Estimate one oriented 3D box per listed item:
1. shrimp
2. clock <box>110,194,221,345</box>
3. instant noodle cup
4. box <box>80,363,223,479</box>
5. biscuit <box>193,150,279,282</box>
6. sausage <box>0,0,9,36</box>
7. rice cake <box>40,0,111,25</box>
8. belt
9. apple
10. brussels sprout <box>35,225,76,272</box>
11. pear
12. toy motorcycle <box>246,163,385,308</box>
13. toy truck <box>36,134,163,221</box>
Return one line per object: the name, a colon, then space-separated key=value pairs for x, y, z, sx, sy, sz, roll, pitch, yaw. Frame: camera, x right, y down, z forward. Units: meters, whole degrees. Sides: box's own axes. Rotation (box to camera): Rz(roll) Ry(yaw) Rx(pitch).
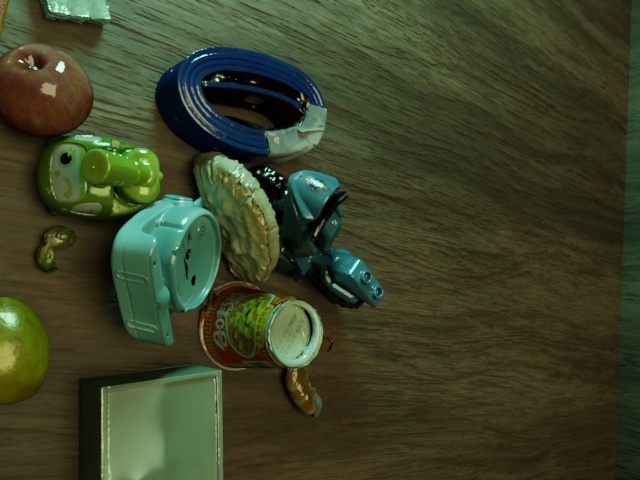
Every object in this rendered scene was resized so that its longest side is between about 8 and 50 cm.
shrimp: x=-0.013 y=0.307 z=1.344 sx=0.166 sy=0.049 sz=0.161 roll=-40 pitch=111 yaw=-41
clock: x=-0.258 y=0.031 z=1.056 sx=0.274 sy=0.094 sz=0.223 roll=-59 pitch=155 yaw=-52
instant noodle cup: x=-0.111 y=0.174 z=1.158 sx=0.193 sy=0.212 sz=0.192 roll=3 pitch=85 yaw=-39
box: x=-0.302 y=0.352 z=1.057 sx=0.225 sy=0.118 sz=0.224 roll=1 pitch=86 yaw=-39
biscuit: x=-0.157 y=-0.045 z=1.152 sx=0.084 sy=0.179 sz=0.281 roll=-31 pitch=107 yaw=-36
sausage: x=-0.540 y=-0.346 z=0.941 sx=0.053 sy=0.053 sz=0.347 roll=15 pitch=79 yaw=-38
rice cake: x=-0.448 y=-0.493 z=1.031 sx=0.124 sy=0.038 sz=0.210 roll=-9 pitch=93 yaw=-39
belt: x=-0.153 y=-0.273 z=1.208 sx=0.347 sy=0.117 sz=0.212 roll=5 pitch=83 yaw=-38
apple: x=-0.452 y=-0.246 z=0.949 sx=0.154 sy=0.120 sz=0.153 roll=6 pitch=60 yaw=-10
brussels sprout: x=-0.454 y=0.012 z=0.996 sx=0.051 sy=0.046 sz=0.083 roll=36 pitch=67 yaw=-25
pear: x=-0.492 y=0.169 z=0.893 sx=0.149 sy=0.149 sz=0.162 roll=-7 pitch=84 yaw=-39
toy motorcycle: x=0.000 y=0.000 z=1.244 sx=0.416 sy=0.232 sz=0.172 roll=55 pitch=54 yaw=-24
toy truck: x=-0.356 y=-0.109 z=0.994 sx=0.187 sy=0.211 sz=0.148 roll=4 pitch=83 yaw=-55
